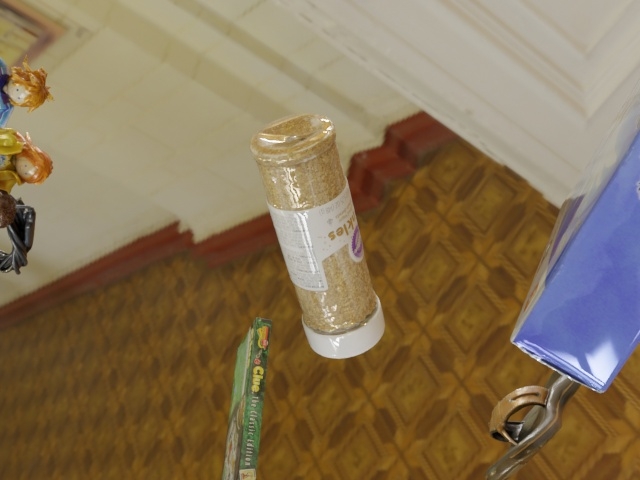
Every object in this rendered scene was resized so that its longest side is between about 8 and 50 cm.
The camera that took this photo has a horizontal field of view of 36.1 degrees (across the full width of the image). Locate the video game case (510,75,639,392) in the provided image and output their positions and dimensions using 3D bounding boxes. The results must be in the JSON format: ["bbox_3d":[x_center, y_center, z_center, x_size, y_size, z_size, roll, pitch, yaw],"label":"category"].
[{"bbox_3d":[0.213,-0.080,0.560,0.269,0.061,0.244,-65,-8,26],"label":"video game case"}]

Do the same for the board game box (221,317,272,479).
[{"bbox_3d":[-0.108,0.254,1.399,0.136,0.030,0.259,120,158,-61],"label":"board game box"}]

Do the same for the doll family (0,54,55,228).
[{"bbox_3d":[-0.358,-0.131,1.015,0.118,0.163,0.263,-61,-26,-57],"label":"doll family"}]

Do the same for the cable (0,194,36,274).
[{"bbox_3d":[-0.472,-0.020,1.368,0.184,0.151,0.047,116,176,-50],"label":"cable"}]

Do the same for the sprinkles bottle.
[{"bbox_3d":[0.000,0.000,1.395,0.121,0.355,0.121,-11,32,7],"label":"sprinkles bottle"}]

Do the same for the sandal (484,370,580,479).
[{"bbox_3d":[0.211,0.176,1.003,0.219,0.060,0.090,-39,-15,-50],"label":"sandal"}]
